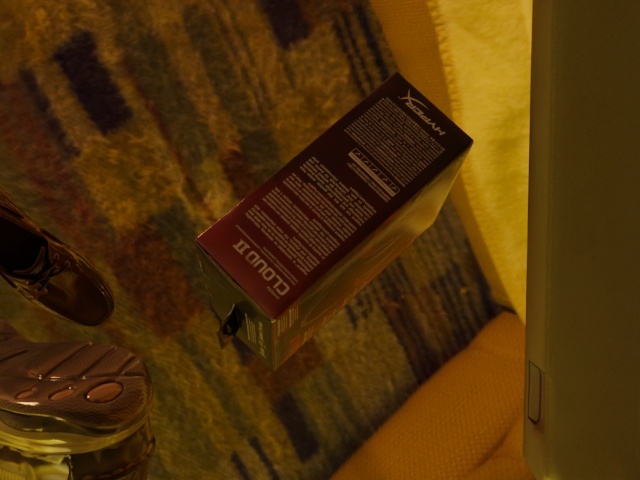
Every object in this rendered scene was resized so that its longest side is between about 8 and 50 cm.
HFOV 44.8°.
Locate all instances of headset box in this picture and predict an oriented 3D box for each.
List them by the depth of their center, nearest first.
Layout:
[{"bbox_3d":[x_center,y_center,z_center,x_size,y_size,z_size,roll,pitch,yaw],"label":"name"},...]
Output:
[{"bbox_3d":[0.000,0.000,0.799,0.293,0.218,0.110,-41,76,-17],"label":"headset box"}]

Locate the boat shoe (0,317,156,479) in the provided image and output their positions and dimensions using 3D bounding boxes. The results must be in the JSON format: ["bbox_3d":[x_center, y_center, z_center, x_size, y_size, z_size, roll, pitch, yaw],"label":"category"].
[{"bbox_3d":[-0.272,0.145,0.615,0.132,0.356,0.130,-20,110,-49],"label":"boat shoe"}]

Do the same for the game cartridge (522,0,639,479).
[{"bbox_3d":[0.197,-0.022,0.293,0.068,0.230,0.354,-31,122,-72],"label":"game cartridge"}]

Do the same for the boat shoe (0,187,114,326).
[{"bbox_3d":[-0.256,0.022,0.696,0.064,0.060,0.178,-45,117,-6],"label":"boat shoe"}]
